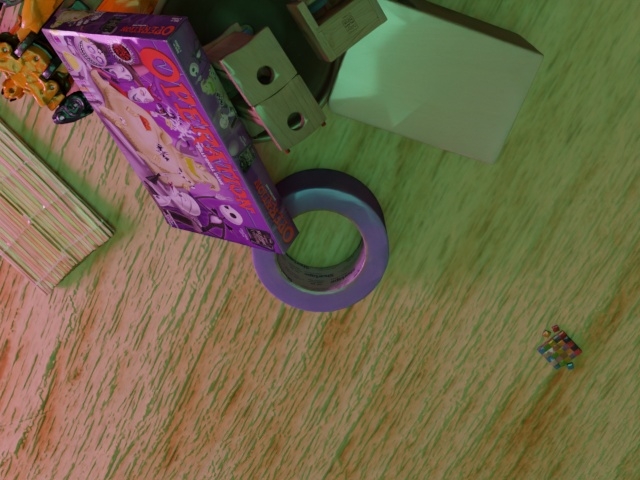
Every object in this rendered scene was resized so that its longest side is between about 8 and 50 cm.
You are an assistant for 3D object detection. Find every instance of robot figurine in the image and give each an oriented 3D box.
[{"bbox_3d":[-0.303,-0.287,1.166,0.211,0.085,0.291,41,107,-17],"label":"robot figurine"}]

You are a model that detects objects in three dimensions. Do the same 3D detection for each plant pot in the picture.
[{"bbox_3d":[-0.093,-0.249,1.169,0.237,0.110,0.237,-1,116,-3],"label":"plant pot"}]

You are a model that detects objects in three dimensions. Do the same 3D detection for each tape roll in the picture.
[{"bbox_3d":[0.000,0.000,1.303,0.189,0.080,0.189,-1,115,-1],"label":"tape roll"}]

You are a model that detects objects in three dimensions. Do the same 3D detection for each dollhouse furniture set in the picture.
[{"bbox_3d":[-0.024,-0.212,1.075,0.183,0.129,0.129,-38,115,-8],"label":"dollhouse furniture set"}]

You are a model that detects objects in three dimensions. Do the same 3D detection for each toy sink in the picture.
[{"bbox_3d":[0.133,-0.216,1.180,0.234,0.131,0.153,15,113,-13],"label":"toy sink"}]

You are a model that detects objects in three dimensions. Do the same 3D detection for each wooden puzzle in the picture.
[{"bbox_3d":[0.366,0.168,1.424,0.049,0.006,0.083,-41,109,16],"label":"wooden puzzle"}]

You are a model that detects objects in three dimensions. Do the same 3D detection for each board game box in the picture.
[{"bbox_3d":[-0.174,-0.126,1.138,0.208,0.056,0.347,9,143,32],"label":"board game box"}]

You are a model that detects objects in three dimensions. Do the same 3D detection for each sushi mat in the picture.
[{"bbox_3d":[-0.447,-0.073,1.296,0.151,0.019,0.316,-38,109,16],"label":"sushi mat"}]
